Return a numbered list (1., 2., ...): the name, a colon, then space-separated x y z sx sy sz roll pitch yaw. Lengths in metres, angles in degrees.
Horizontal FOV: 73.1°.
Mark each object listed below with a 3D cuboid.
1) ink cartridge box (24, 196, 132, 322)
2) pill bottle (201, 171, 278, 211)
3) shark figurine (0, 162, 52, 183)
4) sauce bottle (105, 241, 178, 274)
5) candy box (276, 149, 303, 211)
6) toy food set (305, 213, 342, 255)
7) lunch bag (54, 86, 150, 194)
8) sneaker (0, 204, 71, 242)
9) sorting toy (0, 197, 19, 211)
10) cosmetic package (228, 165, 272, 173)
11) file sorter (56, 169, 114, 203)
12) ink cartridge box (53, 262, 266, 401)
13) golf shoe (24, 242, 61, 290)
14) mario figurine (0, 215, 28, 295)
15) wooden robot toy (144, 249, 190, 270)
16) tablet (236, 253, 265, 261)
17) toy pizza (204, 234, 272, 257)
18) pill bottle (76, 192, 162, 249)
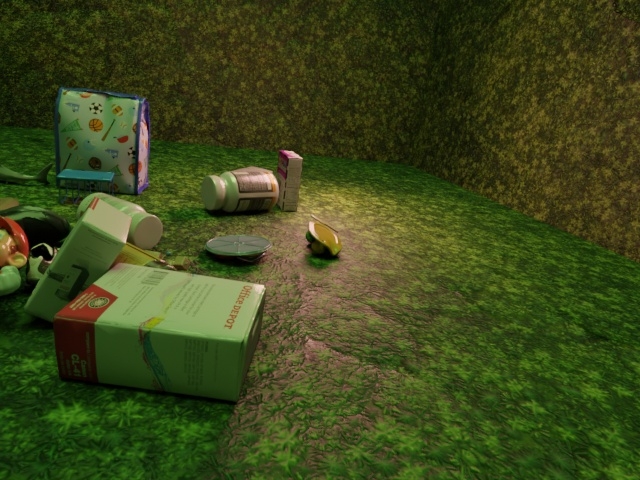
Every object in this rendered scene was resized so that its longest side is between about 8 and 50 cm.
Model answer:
1. ink cartridge box: -0.487 0.041 0.880 0.092 0.218 0.158 35 8 -28
2. pill bottle: -0.319 -0.195 1.725 0.278 0.162 0.162 -7 24 -39
3. shark figurine: -1.208 -0.281 1.678 0.278 0.116 0.166 11 21 12
4. sauce bottle: -0.480 0.054 1.027 0.344 0.112 0.111 20 22 32
5. candy box: -0.141 -0.258 1.870 0.071 0.234 0.159 1 21 -20
6. toy food set: 0.000 0.000 1.467 0.128 0.071 0.218 30 18 -11
7. lunch bag: -0.876 -0.409 1.761 0.327 0.386 0.239 3 20 -12
8. sneaker: -0.836 -0.011 1.106 0.340 0.125 0.140 1 48 -29
9. sorting toy: -1.077 -0.089 1.287 0.228 0.041 0.307 1 20 -19
10. cosmetic package: -0.336 -0.285 2.067 0.127 0.107 0.238 16 17 12
11. file sorter: -0.852 -0.192 1.579 0.170 0.105 0.118 1 21 -20
12. ink cartridge box: -0.271 0.157 0.791 0.306 0.131 0.226 10 19 0
13. golf shoe: -0.634 0.043 1.021 0.077 0.094 0.198 1 19 -18
14. mario figurine: -0.678 0.042 0.815 0.198 0.170 0.321 39 22 -29
15. wooden robot toy: -0.427 0.073 1.101 0.173 0.076 0.079 9 54 2
16. tablet: -0.211 0.047 1.317 0.054 0.006 0.083 15 19 19
17. toy pizza: -0.249 0.022 1.318 0.201 0.032 0.201 2 15 -1
18. pill bottle: -0.578 -0.051 1.251 0.229 0.131 0.131 17 21 25
